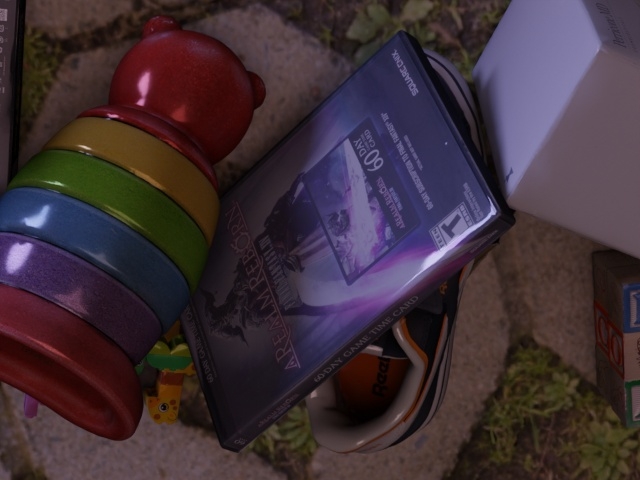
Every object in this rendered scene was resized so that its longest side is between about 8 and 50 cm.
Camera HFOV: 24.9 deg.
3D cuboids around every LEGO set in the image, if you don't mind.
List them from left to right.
[{"bbox_3d":[-0.141,0.111,1.168,0.227,0.087,0.093,6,107,-14],"label":"LEGO set"}]

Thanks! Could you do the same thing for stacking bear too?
[{"bbox_3d":[-0.144,-0.027,1.056,0.175,0.164,0.289,29,67,-8],"label":"stacking bear"}]

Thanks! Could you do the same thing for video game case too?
[{"bbox_3d":[0.000,0.000,1.064,0.274,0.196,0.026,-41,138,21],"label":"video game case"}]

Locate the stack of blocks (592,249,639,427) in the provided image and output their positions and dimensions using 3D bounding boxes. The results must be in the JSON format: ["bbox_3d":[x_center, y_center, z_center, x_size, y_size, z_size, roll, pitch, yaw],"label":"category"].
[{"bbox_3d":[0.386,0.083,1.220,0.297,0.087,0.171,-7,108,-5],"label":"stack of blocks"}]

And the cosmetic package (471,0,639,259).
[{"bbox_3d":[0.248,-0.091,1.067,0.225,0.224,0.138,20,118,-12],"label":"cosmetic package"}]

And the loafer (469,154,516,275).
[{"bbox_3d":[0.113,-0.003,1.180,0.056,0.050,0.148,29,101,-14],"label":"loafer"}]

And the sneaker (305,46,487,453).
[{"bbox_3d":[0.052,0.015,1.117,0.126,0.127,0.321,8,104,25],"label":"sneaker"}]

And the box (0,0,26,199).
[{"bbox_3d":[-0.317,-0.126,1.084,0.183,0.059,0.232,4,106,-6],"label":"box"}]
